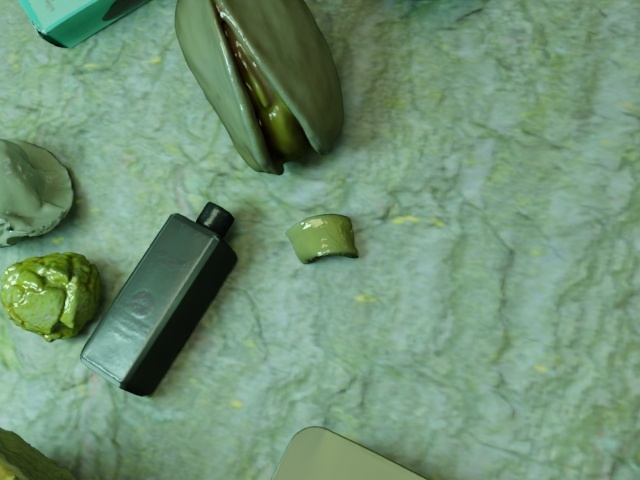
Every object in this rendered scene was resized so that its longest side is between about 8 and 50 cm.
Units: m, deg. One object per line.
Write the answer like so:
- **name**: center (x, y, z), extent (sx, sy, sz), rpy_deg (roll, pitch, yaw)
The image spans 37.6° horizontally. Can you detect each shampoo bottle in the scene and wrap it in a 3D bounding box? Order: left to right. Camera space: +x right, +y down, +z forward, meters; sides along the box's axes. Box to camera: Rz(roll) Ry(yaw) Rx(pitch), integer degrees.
- **shampoo bottle**: center (-0.185, 0.064, 1.140), extent (0.080, 0.079, 0.246), rpy_deg (28, 79, 21)

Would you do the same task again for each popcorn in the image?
- **popcorn**: center (-0.332, 0.069, 1.169), extent (0.116, 0.120, 0.106), rpy_deg (-2, 108, 39)

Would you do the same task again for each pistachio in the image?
- **pistachio**: center (-0.076, -0.225, 1.153), extent (0.166, 0.197, 0.288), rpy_deg (-30, 77, 6)

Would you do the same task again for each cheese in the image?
- **cheese**: center (-0.001, 0.000, 1.137), extent (0.084, 0.041, 0.060), rpy_deg (-13, 70, 8)

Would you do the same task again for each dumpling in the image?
- **dumpling**: center (-0.425, -0.078, 1.242), extent (0.247, 0.142, 0.172), rpy_deg (28, 44, 28)

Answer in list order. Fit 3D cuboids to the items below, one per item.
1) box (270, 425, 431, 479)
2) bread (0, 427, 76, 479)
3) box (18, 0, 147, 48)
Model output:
- **box**: center (0.044, 0.299, 0.993), extent (0.201, 0.090, 0.144), rpy_deg (22, 77, 20)
- **bread**: center (-0.374, 0.378, 0.903), extent (0.390, 0.279, 0.371), rpy_deg (29, 76, 23)
- **box**: center (-0.289, -0.431, 1.293), extent (0.311, 0.118, 0.205), rpy_deg (-32, 86, 1)
